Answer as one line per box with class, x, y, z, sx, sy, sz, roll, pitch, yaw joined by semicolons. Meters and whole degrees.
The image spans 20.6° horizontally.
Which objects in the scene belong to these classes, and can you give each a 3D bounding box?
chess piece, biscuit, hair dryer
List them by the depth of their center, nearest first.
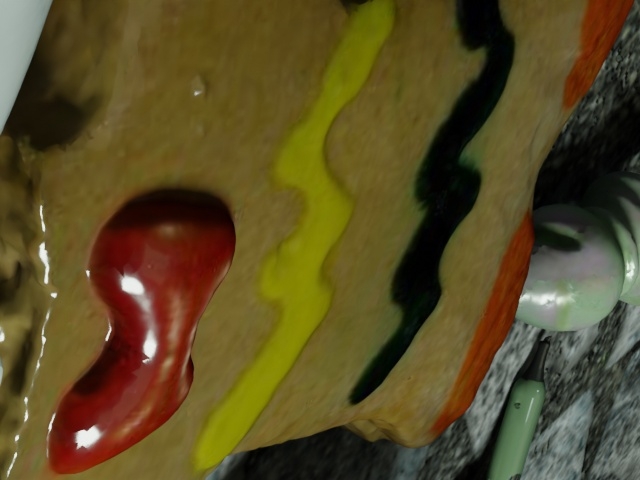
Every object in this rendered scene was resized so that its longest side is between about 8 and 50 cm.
biscuit;0.000;0.000;0.731;0.394;0.076;0.368;-14;127;-54
chess piece;0.189;-0.007;1.001;0.272;0.139;0.139;-19;133;-36
hair dryer;0.120;0.129;1.084;0.071;0.047;0.150;1;109;-57

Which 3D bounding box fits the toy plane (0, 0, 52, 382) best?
toy plane;-0.104;-0.089;0.432;0.267;0.123;0.267;-38;143;-37
